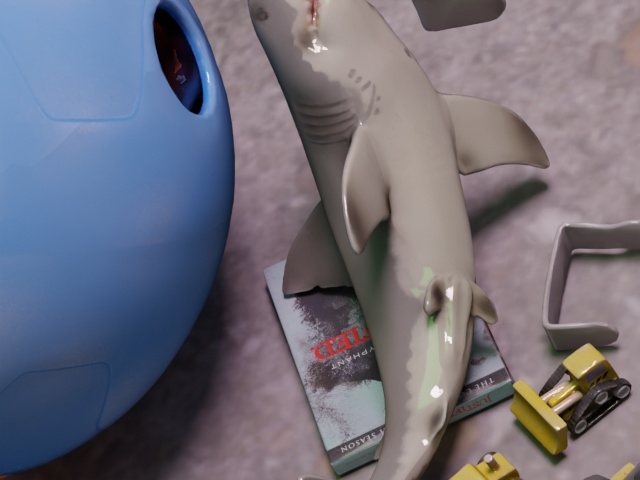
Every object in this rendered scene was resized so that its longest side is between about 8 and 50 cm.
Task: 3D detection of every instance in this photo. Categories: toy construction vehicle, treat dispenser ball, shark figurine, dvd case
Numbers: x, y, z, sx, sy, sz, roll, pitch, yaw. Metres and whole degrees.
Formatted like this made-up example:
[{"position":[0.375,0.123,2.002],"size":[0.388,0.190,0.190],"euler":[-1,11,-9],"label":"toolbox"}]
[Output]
[{"position":[0.093,0.091,0.678],"size":[0.098,0.035,0.086],"euler":[-36,48,-5],"label":"toy construction vehicle"},{"position":[-0.181,-0.033,0.732],"size":[0.288,0.288,0.288],"euler":[-13,50,16],"label":"treat dispenser ball"},{"position":[0.013,0.026,0.729],"size":[0.116,0.166,0.278],"euler":[-21,62,43],"label":"shark figurine"},{"position":[0.028,0.039,0.764],"size":[0.087,0.013,0.119],"euler":[-25,49,5],"label":"dvd case"}]

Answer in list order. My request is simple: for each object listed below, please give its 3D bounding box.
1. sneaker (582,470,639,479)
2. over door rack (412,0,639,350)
[{"position":[0.070,0.204,0.560],"size":[0.135,0.097,0.276],"euler":[27,71,38],"label":"sneaker"},{"position":[0.208,-0.097,0.634],"size":[0.324,0.239,0.108],"euler":[-16,51,12],"label":"over door rack"}]
